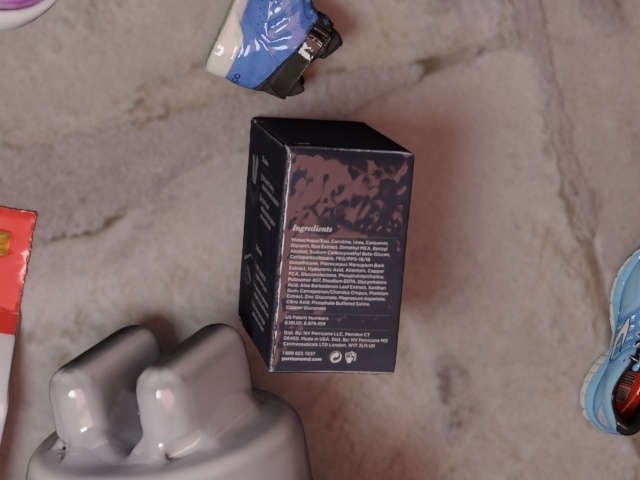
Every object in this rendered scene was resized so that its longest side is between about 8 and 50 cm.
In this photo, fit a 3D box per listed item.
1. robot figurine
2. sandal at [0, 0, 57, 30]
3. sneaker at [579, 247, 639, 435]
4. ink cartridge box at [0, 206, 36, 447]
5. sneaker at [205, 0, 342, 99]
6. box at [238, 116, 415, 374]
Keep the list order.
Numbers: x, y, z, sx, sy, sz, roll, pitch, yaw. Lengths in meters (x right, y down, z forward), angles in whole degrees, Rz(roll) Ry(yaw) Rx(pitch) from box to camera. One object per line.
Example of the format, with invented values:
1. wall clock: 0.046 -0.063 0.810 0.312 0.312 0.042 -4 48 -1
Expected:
1. robot figurine: -0.095 0.240 1.186 0.300 0.200 0.353 -2 106 29
2. sandal: -0.165 -0.330 0.954 0.169 0.102 0.416 2 88 -33
3. sneaker: 0.258 0.081 1.282 0.063 0.073 0.162 12 100 -13
4. ink cartridge box: -0.311 0.078 1.186 0.181 0.056 0.224 10 102 -13
5. sneaker: -0.017 -0.175 1.180 0.085 0.058 0.152 22 102 -9
6. box: 0.000 0.000 1.172 0.093 0.156 0.158 2 102 -12
